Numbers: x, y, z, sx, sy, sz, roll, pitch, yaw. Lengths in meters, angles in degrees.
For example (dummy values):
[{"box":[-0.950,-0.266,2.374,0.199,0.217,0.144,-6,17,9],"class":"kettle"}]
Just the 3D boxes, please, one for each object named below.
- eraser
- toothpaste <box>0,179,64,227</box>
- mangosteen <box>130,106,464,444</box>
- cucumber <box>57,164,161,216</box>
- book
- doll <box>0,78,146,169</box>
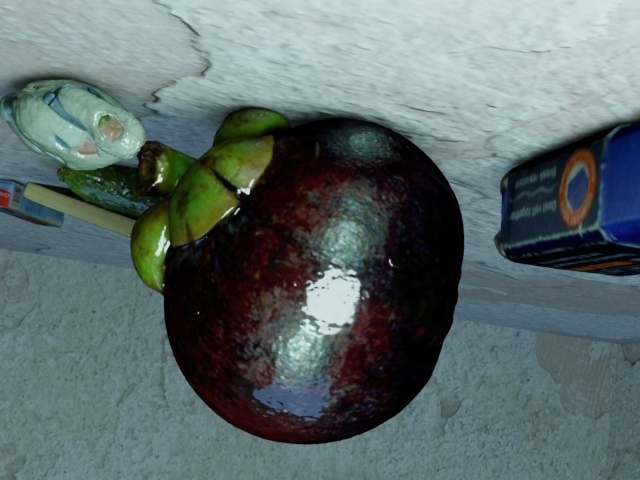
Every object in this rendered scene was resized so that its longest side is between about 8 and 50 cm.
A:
[{"box":[0.275,-0.030,0.875,0.155,0.102,0.332,8,174,-12],"class":"eraser"},{"box":[-0.483,-0.060,1.675,0.070,0.044,0.193,8,173,12],"class":"toothpaste"},{"box":[-0.021,0.030,0.918,0.300,0.300,0.300,7,173,1],"class":"mangosteen"},{"box":[-0.227,-0.058,1.339,0.227,0.069,0.069,15,170,-28],"class":"cucumber"},{"box":[-0.297,-0.041,1.455,0.161,0.026,0.231,20,-178,6],"class":"book"},{"box":[-0.223,-0.106,0.933,0.103,0.072,0.214,39,163,-34],"class":"doll"}]
